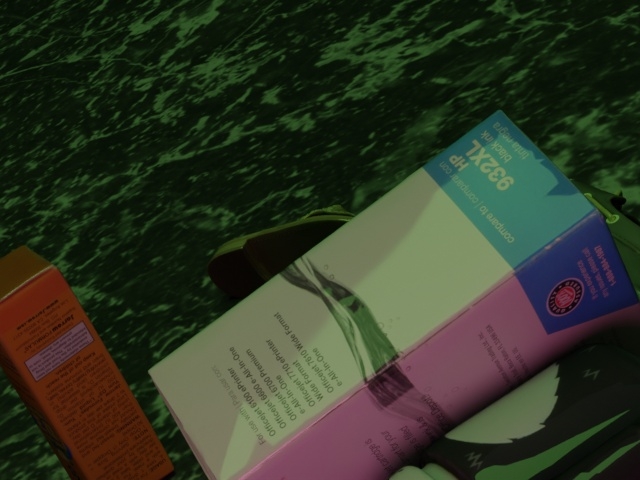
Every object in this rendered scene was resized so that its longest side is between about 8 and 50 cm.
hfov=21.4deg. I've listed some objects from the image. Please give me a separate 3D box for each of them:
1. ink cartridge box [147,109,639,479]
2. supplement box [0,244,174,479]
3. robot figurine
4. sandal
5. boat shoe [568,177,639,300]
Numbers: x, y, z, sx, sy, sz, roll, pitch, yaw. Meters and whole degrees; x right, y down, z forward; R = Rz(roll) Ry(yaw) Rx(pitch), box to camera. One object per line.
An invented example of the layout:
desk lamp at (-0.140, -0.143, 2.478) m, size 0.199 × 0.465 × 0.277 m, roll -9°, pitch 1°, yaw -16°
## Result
ink cartridge box at (0.067, 0.092, 1.196) m, size 0.307 × 0.223 × 0.129 m, roll -37°, pitch 52°, yaw -2°
supplement box at (-0.217, 0.122, 1.454) m, size 0.080 × 0.233 × 0.078 m, roll -38°, pitch 29°, yaw -18°
robot figurine at (0.158, 0.174, 1.105) m, size 0.278 × 0.209 × 0.173 m, roll -32°, pitch 40°, yaw -14°
sandal at (-0.003, -0.005, 1.670) m, size 0.240 × 0.088 × 0.079 m, roll -11°, pitch 35°, yaw 36°
boat shoe at (0.233, 0.010, 1.426) m, size 0.091 × 0.109 × 0.305 m, roll -26°, pitch 32°, yaw -4°
